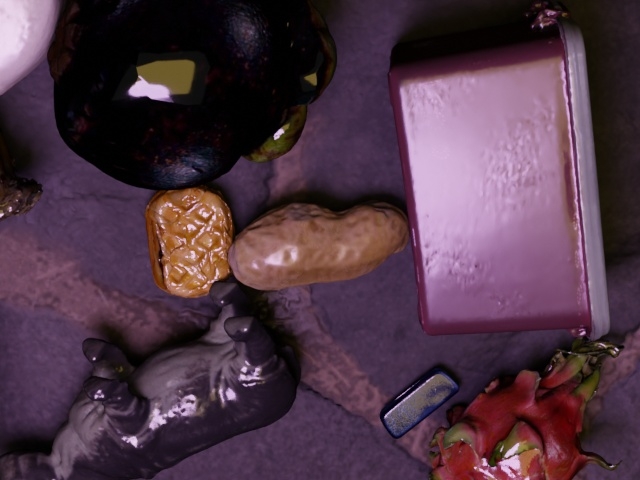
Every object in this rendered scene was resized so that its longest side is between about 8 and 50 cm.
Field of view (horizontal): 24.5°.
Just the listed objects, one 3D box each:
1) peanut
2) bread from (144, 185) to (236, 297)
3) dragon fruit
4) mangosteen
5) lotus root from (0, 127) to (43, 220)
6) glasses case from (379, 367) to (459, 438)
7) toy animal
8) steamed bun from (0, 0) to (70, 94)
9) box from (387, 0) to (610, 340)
[{"bbox_3d":[0.000,0.000,1.363,0.174,0.080,0.080,-10,105,-13],"label":"peanut"},{"bbox_3d":[-0.120,0.000,1.376,0.083,0.044,0.110,-6,102,-3],"label":"bread"},{"bbox_3d":[0.206,0.186,1.405,0.236,0.135,0.137,-33,98,-13],"label":"dragon fruit"},{"bbox_3d":[-0.113,-0.143,1.250,0.243,0.243,0.243,-1,104,-3],"label":"mangosteen"},{"bbox_3d":[-0.427,-0.109,1.251,0.397,0.196,0.179,28,113,-10],"label":"lotus root"},{"bbox_3d":[0.095,0.157,1.439,0.083,0.023,0.033,-39,98,5],"label":"glasses case"},{"bbox_3d":[-0.180,0.173,1.381,0.343,0.106,0.168,-36,125,10],"label":"toy animal"},{"bbox_3d":[-0.322,-0.246,1.248,0.242,0.146,0.164,29,99,-10],"label":"steamed bun"},{"bbox_3d":[0.156,-0.056,1.308,0.167,0.193,0.294,-7,105,4],"label":"box"}]
